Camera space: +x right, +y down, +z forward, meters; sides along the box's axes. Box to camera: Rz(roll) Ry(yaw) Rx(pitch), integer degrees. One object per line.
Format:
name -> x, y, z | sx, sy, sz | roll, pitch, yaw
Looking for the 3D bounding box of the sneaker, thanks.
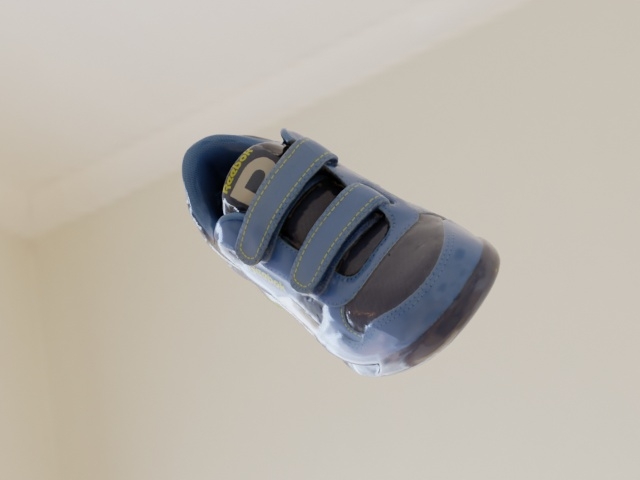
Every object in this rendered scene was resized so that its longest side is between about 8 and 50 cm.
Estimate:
sneaker -> 0.000, 0.000, 0.590 | 0.059, 0.053, 0.144 | 46, -14, -29
